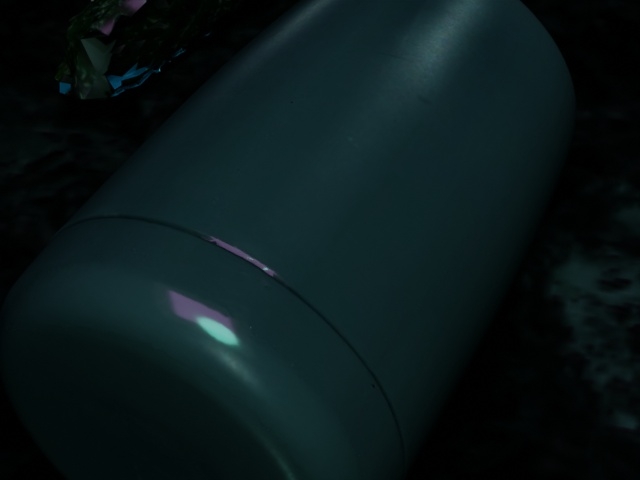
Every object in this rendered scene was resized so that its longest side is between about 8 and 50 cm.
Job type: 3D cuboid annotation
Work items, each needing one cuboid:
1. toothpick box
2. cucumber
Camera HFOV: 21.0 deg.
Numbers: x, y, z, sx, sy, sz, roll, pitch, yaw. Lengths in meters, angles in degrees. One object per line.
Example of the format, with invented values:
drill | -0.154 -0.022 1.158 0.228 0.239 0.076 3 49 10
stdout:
toothpick box | 0.000 0.000 0.518 0.120 0.120 0.184 22 51 20
cucumber | -0.008 -0.132 0.675 0.044 0.043 0.256 33 60 32
